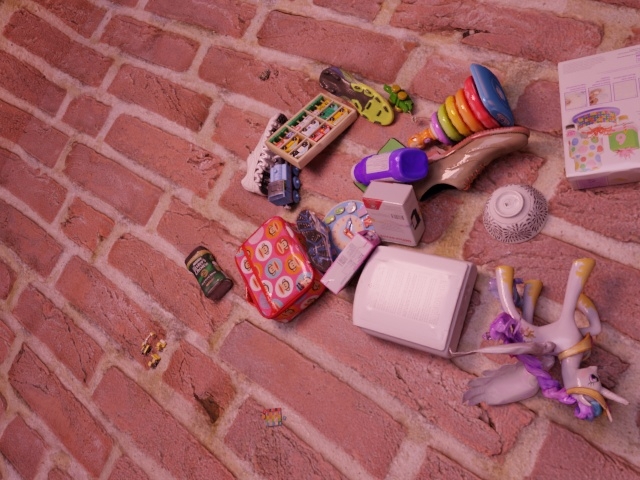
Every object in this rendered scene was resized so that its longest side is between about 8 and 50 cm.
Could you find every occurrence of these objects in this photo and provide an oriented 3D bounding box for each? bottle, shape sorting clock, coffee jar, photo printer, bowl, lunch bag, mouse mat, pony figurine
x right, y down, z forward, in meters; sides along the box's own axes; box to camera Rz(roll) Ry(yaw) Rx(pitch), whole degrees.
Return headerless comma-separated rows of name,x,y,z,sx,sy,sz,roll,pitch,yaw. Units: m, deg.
bottle,0.183,-0.203,1.681,0.282,0.118,0.092,2,95,64
shape sorting clock,0.080,-0.024,1.781,0.206,0.040,0.207,-10,68,27
coffee jar,-0.377,0.104,1.977,0.096,0.079,0.184,-47,56,7
photo printer,0.238,0.153,1.589,0.307,0.107,0.256,11,79,33
bowl,0.496,-0.083,1.540,0.170,0.080,0.170,-10,69,27
lunch bag,-0.137,0.099,1.825,0.258,0.120,0.293,-42,56,16
mouse mat,0.203,-0.206,1.796,0.190,0.007,0.152,-48,56,6
pony figurine,0.484,0.232,1.351,0.350,0.303,0.364,-6,55,19

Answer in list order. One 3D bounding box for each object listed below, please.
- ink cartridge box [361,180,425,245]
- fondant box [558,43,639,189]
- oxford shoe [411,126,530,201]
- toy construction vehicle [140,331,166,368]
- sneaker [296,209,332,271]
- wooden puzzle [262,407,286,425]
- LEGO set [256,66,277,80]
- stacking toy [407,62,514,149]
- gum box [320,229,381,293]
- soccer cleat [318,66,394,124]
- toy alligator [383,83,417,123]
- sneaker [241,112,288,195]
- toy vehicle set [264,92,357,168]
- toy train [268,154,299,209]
ink cartridge box,0.204,-0.074,1.643,0.127,0.175,0.072,11,56,32
fondant box,0.732,-0.307,1.474,0.238,0.096,0.331,-6,69,28
oxford shoe,0.408,-0.201,1.617,0.348,0.123,0.130,-21,66,34
toy construction vehicle,-0.575,0.373,2.022,0.085,0.035,0.098,29,88,34
sneaker,0.000,0.000,1.759,0.080,0.081,0.211,-37,55,28
wooden puzzle,-0.137,0.517,1.737,0.083,0.006,0.050,-14,66,25
LEGO set,-0.191,-0.599,2.155,0.083,0.023,0.054,20,86,20
stacking toy,0.372,-0.336,1.673,0.301,0.175,0.166,-28,58,32
gum box,0.090,0.054,1.680,0.062,0.107,0.188,39,106,10
soccer cleat,0.126,-0.465,1.879,0.289,0.121,0.094,37,124,18
toy alligator,0.259,-0.422,1.815,0.051,0.056,0.190,-19,56,-23
sneaker,-0.188,-0.296,2.000,0.118,0.110,0.292,9,77,41
toy vehicle set,-0.030,-0.357,1.908,0.166,0.035,0.267,34,70,34
toy train,-0.119,-0.192,1.916,0.080,0.105,0.184,-11,68,26
